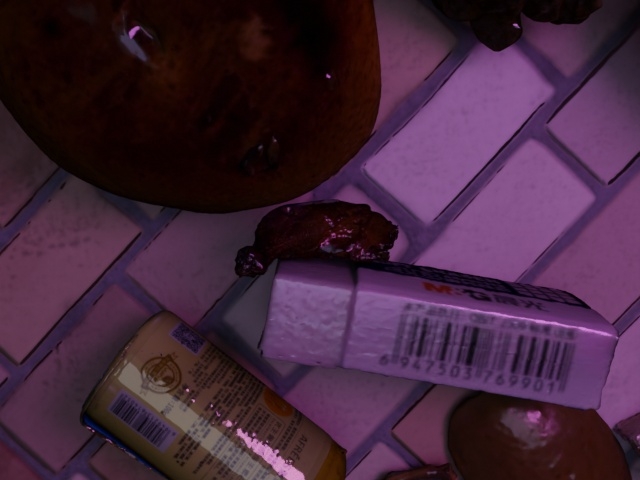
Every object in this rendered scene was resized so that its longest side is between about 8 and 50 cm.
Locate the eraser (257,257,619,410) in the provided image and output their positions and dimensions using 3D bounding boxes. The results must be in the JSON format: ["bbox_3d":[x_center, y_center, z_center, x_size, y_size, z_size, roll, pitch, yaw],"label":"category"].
[{"bbox_3d":[0.094,0.073,0.601,0.287,0.130,0.086,10,98,-2],"label":"eraser"}]

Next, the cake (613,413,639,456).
[{"bbox_3d":[0.347,0.220,0.648,0.065,0.052,0.121,-34,93,0],"label":"cake"}]

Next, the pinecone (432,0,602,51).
[{"bbox_3d":[0.177,-0.278,0.543,0.228,0.202,0.201,22,81,35],"label":"pinecone"}]

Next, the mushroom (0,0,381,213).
[{"bbox_3d":[-0.090,-0.187,0.562,0.345,0.260,0.346,4,121,7],"label":"mushroom"}]

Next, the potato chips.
[{"bbox_3d":[0.219,0.225,0.652,0.150,0.049,0.202,-32,100,7],"label":"potato chips"}]

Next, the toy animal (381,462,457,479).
[{"bbox_3d":[0.060,0.339,0.656,0.149,0.054,0.275,37,91,-6],"label":"toy animal"}]

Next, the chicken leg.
[{"bbox_3d":[-0.003,-0.002,0.574,0.205,0.093,0.053,-12,122,-39],"label":"chicken leg"}]

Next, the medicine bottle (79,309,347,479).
[{"bbox_3d":[-0.087,0.177,0.611,0.239,0.124,0.124,38,93,-2],"label":"medicine bottle"}]
